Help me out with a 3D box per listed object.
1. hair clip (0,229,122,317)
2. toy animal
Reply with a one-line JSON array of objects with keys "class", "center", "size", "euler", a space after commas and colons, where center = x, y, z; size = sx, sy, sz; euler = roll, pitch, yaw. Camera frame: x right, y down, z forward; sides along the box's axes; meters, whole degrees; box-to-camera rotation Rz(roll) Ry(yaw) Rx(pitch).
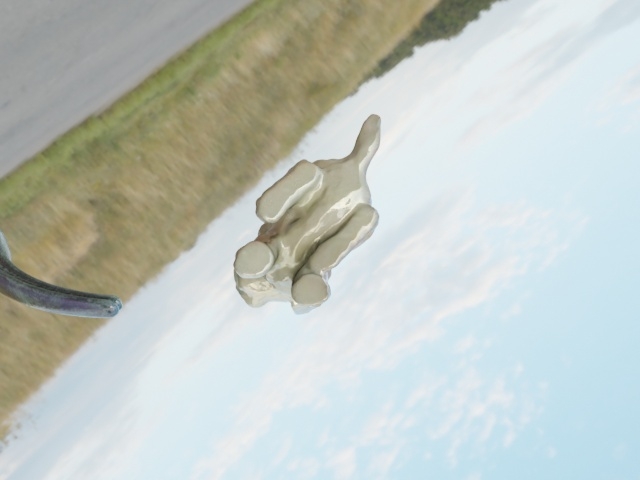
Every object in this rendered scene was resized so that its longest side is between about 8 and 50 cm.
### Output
[{"class": "hair clip", "center": [-0.321, 0.050, 0.884], "size": [0.275, 0.048, 0.083], "euler": [19, -142, 37]}, {"class": "toy animal", "center": [-0.003, -0.013, 0.740], "size": [0.184, 0.104, 0.185], "euler": [-56, 173, -14]}]
